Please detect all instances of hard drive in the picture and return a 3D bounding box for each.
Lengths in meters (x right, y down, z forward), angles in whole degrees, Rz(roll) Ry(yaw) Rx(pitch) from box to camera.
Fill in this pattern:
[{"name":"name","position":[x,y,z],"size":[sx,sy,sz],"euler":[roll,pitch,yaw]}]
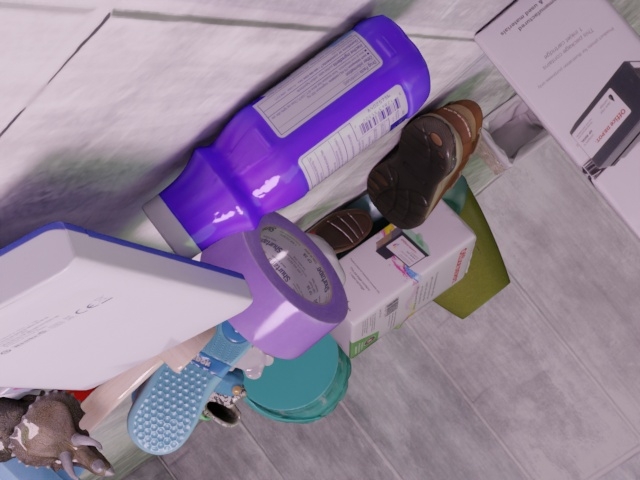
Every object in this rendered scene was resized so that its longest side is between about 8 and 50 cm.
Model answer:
[{"name":"hard drive","position":[-0.212,0.068,0.917],"size":[0.210,0.040,0.319],"euler":[-27,164,14]}]

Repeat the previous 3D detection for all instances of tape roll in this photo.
[{"name":"tape roll","position":[-0.057,0.053,1.372],"size":[0.080,0.189,0.189],"euler":[-41,172,23]}]

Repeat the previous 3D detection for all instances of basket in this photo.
[{"name":"basket","position":[0.397,-0.222,2.180],"size":[0.167,0.113,0.103],"euler":[-36,175,-13]}]

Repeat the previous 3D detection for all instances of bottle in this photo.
[{"name":"bottle","position":[-0.031,-0.089,0.986],"size":[0.283,0.092,0.118],"euler":[-37,168,-5]}]

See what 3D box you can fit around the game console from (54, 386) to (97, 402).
[{"name":"game console","position":[-0.345,0.203,1.613],"size":[0.144,0.085,0.124],"euler":[-38,142,-6]}]

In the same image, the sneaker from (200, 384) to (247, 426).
[{"name":"sneaker","position":[-0.237,0.300,2.075],"size":[0.158,0.182,0.410],"euler":[-35,173,-22]}]

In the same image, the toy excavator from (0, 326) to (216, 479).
[{"name":"toy excavator","position":[-0.369,0.287,1.440],"size":[0.433,0.222,0.445],"euler":[-43,-175,33]}]

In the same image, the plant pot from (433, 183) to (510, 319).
[{"name":"plant pot","position":[0.276,0.020,2.381],"size":[0.275,0.293,0.275],"euler":[-37,173,-6]}]

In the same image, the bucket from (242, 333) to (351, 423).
[{"name":"bucket","position":[-0.071,0.276,2.435],"size":[0.281,0.281,0.183],"euler":[-37,164,-4]}]

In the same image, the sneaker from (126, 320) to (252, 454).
[{"name":"sneaker","position":[-0.204,0.172,1.699],"size":[0.319,0.127,0.208],"euler":[-55,-169,-6]}]

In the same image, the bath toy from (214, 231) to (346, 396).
[{"name":"bath toy","position":[-0.098,0.103,1.760],"size":[0.348,0.151,0.129],"euler":[-45,-153,30]}]

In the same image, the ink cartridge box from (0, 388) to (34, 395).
[{"name":"ink cartridge box","position":[-0.247,0.092,1.216],"size":[0.186,0.065,0.311],"euler":[-38,175,2]}]

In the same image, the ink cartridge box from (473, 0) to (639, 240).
[{"name":"ink cartridge box","position":[0.408,-0.163,1.463],"size":[0.166,0.395,0.285],"euler":[-39,173,14]}]

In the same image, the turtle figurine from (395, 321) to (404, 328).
[{"name":"turtle figurine","position":[0.065,0.127,2.312],"size":[0.198,0.274,0.266],"euler":[3,160,30]}]

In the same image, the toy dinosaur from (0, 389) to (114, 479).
[{"name":"toy dinosaur","position":[-0.373,0.216,1.198],"size":[0.314,0.120,0.160],"euler":[-3,163,5]}]

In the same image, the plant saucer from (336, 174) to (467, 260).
[{"name":"plant saucer","position":[0.142,-0.026,2.032],"size":[0.318,0.043,0.317],"euler":[-21,157,-9]}]

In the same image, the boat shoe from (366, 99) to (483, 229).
[{"name":"boat shoe","position":[0.176,-0.120,1.717],"size":[0.120,0.122,0.324],"euler":[-38,174,-24]}]

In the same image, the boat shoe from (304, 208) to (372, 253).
[{"name":"boat shoe","position":[0.000,0.000,1.872],"size":[0.190,0.068,0.072],"euler":[-26,-178,-17]}]

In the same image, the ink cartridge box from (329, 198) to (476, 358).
[{"name":"ink cartridge box","position":[0.131,0.065,1.937],"size":[0.278,0.117,0.201],"euler":[-35,161,-13]}]
